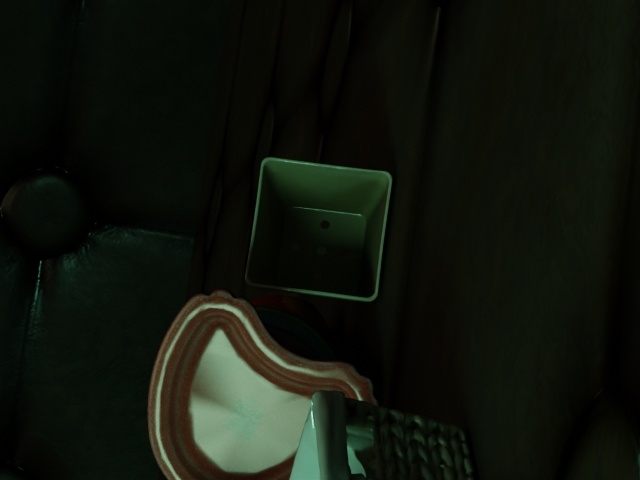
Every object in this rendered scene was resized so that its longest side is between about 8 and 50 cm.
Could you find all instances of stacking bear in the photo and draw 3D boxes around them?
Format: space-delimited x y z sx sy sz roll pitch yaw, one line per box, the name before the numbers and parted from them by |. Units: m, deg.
stacking bear | -0.051 0.120 1.597 0.164 0.175 0.289 -58 1 8

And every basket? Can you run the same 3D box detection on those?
basket | 0.029 0.195 1.174 0.113 0.103 0.167 -95 18 -58

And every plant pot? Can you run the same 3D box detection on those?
plant pot | 0.000 0.000 1.576 0.096 0.109 0.109 83 -166 -78
